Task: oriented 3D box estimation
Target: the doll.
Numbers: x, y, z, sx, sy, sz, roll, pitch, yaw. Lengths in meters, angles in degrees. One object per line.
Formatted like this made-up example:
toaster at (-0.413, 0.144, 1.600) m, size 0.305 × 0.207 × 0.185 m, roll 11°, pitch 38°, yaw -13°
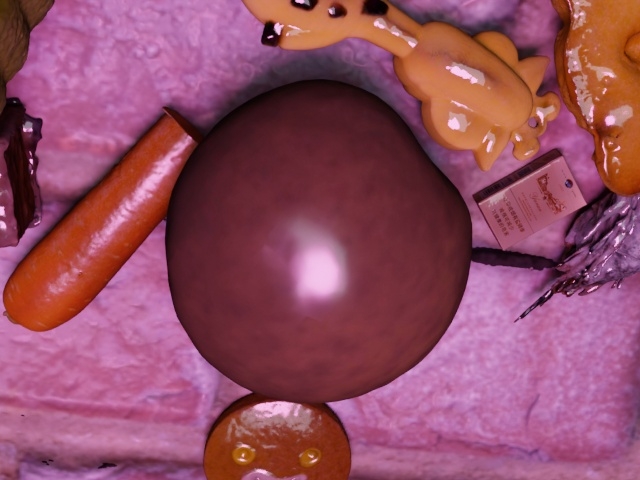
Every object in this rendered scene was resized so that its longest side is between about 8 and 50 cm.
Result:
doll at (0.056, -0.157, 0.720) m, size 0.291 × 0.086 × 0.117 m, roll 29°, pitch 89°, yaw -14°

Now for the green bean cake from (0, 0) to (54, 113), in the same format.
green bean cake at (-0.293, -0.179, 0.606) m, size 0.222 × 0.125 × 0.248 m, roll 25°, pitch 79°, yaw -4°

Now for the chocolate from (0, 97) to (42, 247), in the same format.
chocolate at (-0.364, -0.032, 0.686) m, size 0.321 × 0.112 × 0.111 m, roll -7°, pitch 109°, yaw -14°

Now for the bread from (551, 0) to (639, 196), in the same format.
bread at (0.245, -0.158, 0.724) m, size 0.161 × 0.088 × 0.233 m, roll -16°, pitch 98°, yaw -9°

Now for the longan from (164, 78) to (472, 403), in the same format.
longan at (0.000, 0.000, 0.709) m, size 0.248 × 0.248 × 0.248 m, roll -2°, pitch 112°, yaw -5°

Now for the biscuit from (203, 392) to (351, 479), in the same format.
biscuit at (-0.044, 0.250, 0.904) m, size 0.180 × 0.039 × 0.236 m, roll 0°, pitch 110°, yaw -5°

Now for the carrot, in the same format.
carrot at (-0.178, -0.008, 0.767) m, size 0.067 × 0.067 × 0.225 m, roll 40°, pitch 102°, yaw -19°

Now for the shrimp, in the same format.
shrimp at (0.253, -0.003, 0.811) m, size 0.233 × 0.079 × 0.090 m, roll -44°, pitch 146°, yaw 16°

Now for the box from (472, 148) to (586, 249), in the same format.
box at (0.180, -0.035, 0.815) m, size 0.083 × 0.024 × 0.053 m, roll -29°, pitch 112°, yaw 5°
